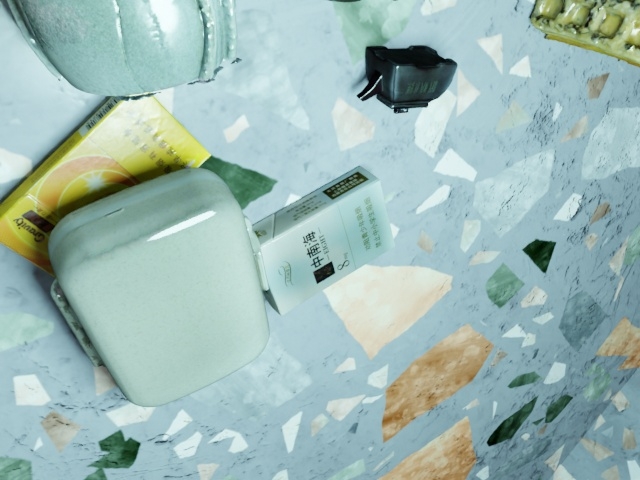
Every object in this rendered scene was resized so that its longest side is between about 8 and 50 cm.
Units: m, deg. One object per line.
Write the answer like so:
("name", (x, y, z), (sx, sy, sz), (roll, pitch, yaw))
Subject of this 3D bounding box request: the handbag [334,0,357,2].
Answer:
("handbag", (0.051, -0.380, 0.793), (0.285, 0.257, 0.113), (-5, 88, -30))

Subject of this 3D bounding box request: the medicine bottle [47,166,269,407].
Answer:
("medicine bottle", (-0.210, 0.082, 0.944), (0.282, 0.123, 0.375), (-25, 139, -17))

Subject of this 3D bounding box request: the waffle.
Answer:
("waffle", (0.522, -0.471, 1.037), (0.114, 0.261, 0.376), (4, 115, -41))

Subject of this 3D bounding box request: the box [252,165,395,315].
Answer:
("box", (0.000, 0.000, 1.110), (0.243, 0.067, 0.155), (-29, 128, -16))

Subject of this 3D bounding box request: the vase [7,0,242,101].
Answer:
("vase", (-0.219, -0.375, 0.627), (0.250, 0.250, 0.445), (-23, 127, -21))

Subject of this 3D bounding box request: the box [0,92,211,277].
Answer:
("box", (-0.291, -0.072, 0.885), (0.269, 0.043, 0.152), (-44, 133, -3))

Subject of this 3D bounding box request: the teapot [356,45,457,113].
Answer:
("teapot", (0.135, -0.245, 1.038), (0.177, 0.087, 0.096), (-11, 127, -28))
